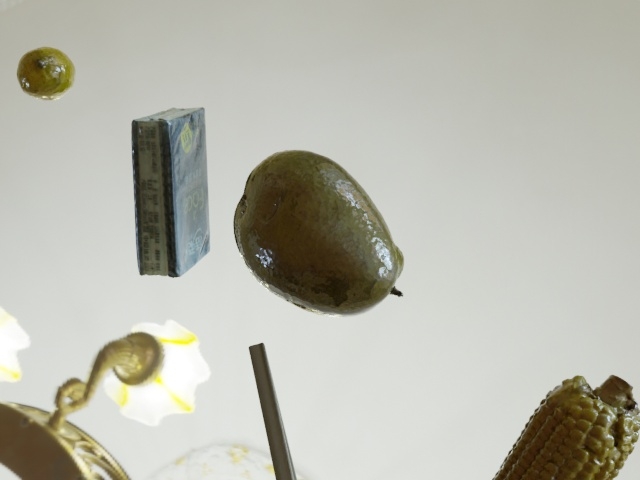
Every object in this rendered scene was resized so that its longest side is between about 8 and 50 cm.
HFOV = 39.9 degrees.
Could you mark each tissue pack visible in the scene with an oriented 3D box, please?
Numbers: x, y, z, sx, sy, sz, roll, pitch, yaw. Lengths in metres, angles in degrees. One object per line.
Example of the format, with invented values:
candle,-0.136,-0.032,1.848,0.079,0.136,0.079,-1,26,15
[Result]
tissue pack,-0.246,-0.085,1.464,0.081,0.185,0.257,3,-75,11

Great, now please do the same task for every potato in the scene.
potato,0.000,0.000,1.102,0.251,0.159,0.174,38,-49,16

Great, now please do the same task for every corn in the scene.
corn,0.216,0.239,0.854,0.097,0.097,0.262,37,-81,23

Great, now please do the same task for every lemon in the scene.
lemon,-0.403,-0.246,1.299,0.082,0.111,0.082,-1,-78,-3

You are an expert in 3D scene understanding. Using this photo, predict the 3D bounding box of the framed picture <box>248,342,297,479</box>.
framed picture,-0.027,0.278,0.903,0.020,0.290,0.211,-12,-140,-4
